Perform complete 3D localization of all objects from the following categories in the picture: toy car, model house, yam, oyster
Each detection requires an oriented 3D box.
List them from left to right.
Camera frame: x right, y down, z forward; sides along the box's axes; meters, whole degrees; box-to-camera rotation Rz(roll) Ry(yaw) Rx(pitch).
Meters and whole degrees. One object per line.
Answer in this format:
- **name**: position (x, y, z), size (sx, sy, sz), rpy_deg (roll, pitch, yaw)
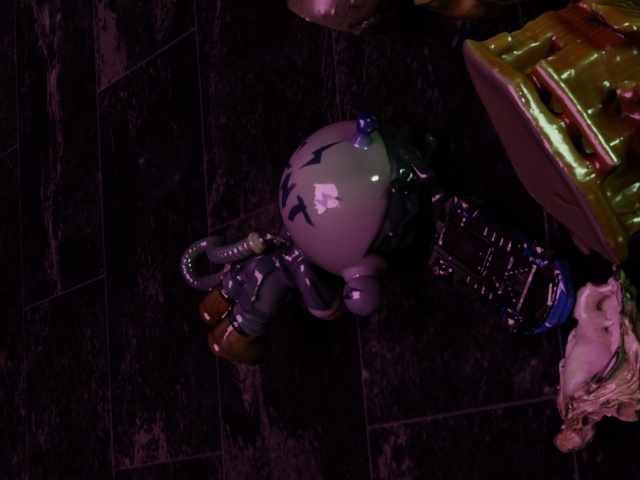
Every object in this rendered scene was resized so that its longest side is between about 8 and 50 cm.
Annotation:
- **yam**: position (0.071, -0.383, 1.506), size (0.161, 0.161, 0.268), rpy_deg (51, 124, 42)
- **toy car**: position (0.202, 0.027, 1.364), size (0.216, 0.063, 0.103), rpy_deg (38, 116, 46)
- **oyster**: position (0.284, 0.127, 1.248), size (0.163, 0.081, 0.191), rpy_deg (-96, 31, -60)
- **model house**: position (0.287, -0.132, 1.176), size (0.229, 0.220, 0.199), rpy_deg (-35, 33, -8)

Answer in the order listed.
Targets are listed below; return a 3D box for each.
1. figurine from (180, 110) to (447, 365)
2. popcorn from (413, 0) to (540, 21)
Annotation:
- **figurine**: position (0.003, 0.003, 1.534), size (0.382, 0.186, 0.261), rpy_deg (-50, 55, 31)
- **popcorn**: position (0.162, -0.363, 1.254), size (0.274, 0.335, 0.279), rpy_deg (-31, 39, -6)
